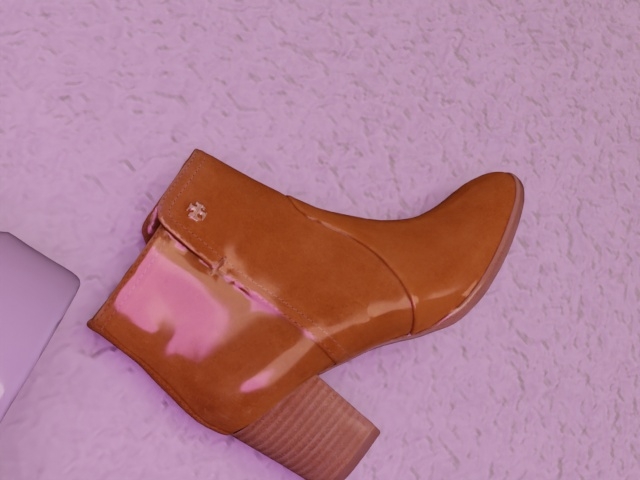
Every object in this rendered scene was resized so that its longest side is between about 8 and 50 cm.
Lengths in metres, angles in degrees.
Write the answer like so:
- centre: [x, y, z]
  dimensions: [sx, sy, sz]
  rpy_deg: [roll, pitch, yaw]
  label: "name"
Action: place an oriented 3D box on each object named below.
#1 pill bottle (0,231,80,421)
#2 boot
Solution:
- centre: [-0.316, -0.002, 0.479]
  dimensions: [0.361, 0.204, 0.204]
  rpy_deg: [33, 62, -12]
  label: "pill bottle"
- centre: [-0.001, 0.001, 0.686]
  dimensions: [0.211, 0.104, 0.295]
  rpy_deg: [41, 65, -8]
  label: "boot"
